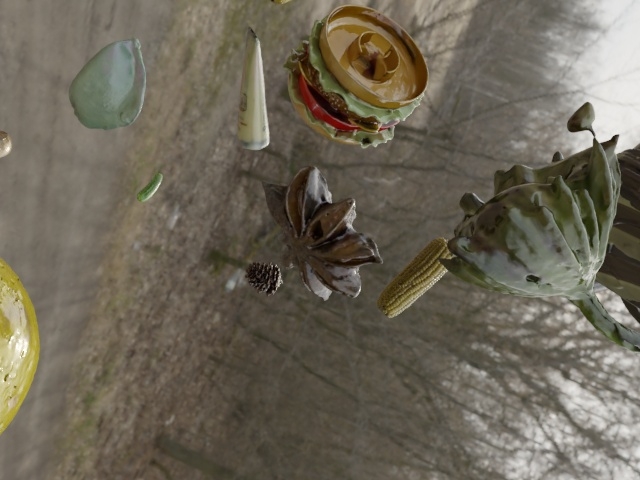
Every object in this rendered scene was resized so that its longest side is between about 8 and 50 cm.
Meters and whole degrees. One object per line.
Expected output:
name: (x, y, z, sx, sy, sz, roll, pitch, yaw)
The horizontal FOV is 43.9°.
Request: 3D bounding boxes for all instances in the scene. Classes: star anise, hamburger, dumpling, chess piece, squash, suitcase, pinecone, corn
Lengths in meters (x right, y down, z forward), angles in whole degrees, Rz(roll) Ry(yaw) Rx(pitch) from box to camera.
star anise: (-0.014, -0.006, 1.630, 0.108, 0.315, 0.315, -34, 155, -33)
hamburger: (0.061, -0.315, 1.594, 0.212, 0.274, 0.274, -41, -164, 48)
dumpling: (-0.431, -0.320, 1.663, 0.216, 0.149, 0.105, -45, -165, 17)
chess piece: (-0.644, -0.187, 1.541, 0.083, 0.084, 0.038, -56, 150, -60)
squash: (-0.372, -0.116, 1.742, 0.089, 0.027, 0.027, -56, 168, -36)
suitcase: (0.605, 0.028, 1.304, 0.194, 0.351, 0.339, -35, 141, -22)
pinecone: (-0.161, 0.103, 2.286, 0.102, 0.109, 0.102, -32, -146, 24)
corn: (0.224, 0.087, 1.843, 0.231, 0.080, 0.080, -45, 174, 4)

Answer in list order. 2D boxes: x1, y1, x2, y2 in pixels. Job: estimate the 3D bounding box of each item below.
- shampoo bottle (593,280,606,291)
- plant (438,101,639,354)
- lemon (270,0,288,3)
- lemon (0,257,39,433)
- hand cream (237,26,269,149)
shampoo bottle: (0.623, 0.029, 1.527, 0.092, 0.303, 0.092, 51, 29, -44)
plant: (0.298, 0.047, 0.908, 0.251, 0.333, 0.180, -33, 175, 14)
lemon: (-0.062, -0.617, 1.581, 0.245, 0.245, 0.320, -63, -174, -35)
lemon: (-0.421, 0.110, 0.809, 0.310, 0.258, 0.258, -51, -171, 53)
hand cream: (-0.081, -0.178, 0.947, 0.061, 0.039, 0.143, -114, -158, -65)
